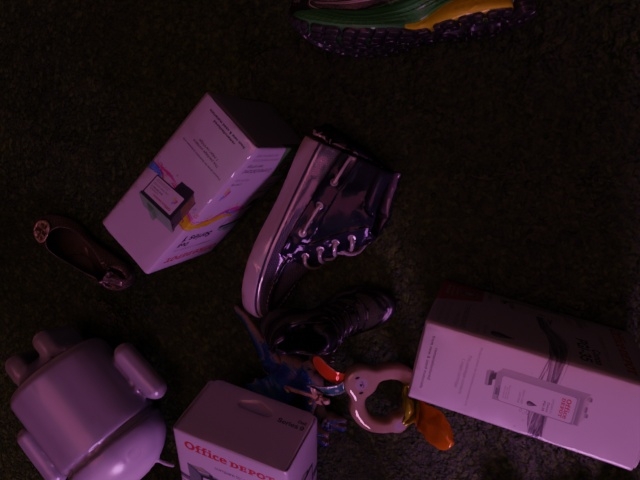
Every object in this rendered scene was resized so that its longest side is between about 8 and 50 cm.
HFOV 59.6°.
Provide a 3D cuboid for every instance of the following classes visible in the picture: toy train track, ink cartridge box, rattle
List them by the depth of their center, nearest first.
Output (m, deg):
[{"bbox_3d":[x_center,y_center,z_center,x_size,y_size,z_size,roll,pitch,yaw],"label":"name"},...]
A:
[{"bbox_3d":[0.285,0.169,0.775,0.282,0.207,0.117,15,106,16],"label":"ink cartridge box"},{"bbox_3d":[0.084,0.257,0.865,0.199,0.143,0.130,31,113,-23],"label":"rattle"},{"bbox_3d":[-0.179,-0.091,0.897,0.278,0.201,0.117,-44,83,21],"label":"ink cartridge box"},{"bbox_3d":[-0.024,0.252,0.902,0.083,0.014,0.048,9,137,29],"label":"toy train track"},{"bbox_3d":[-0.122,0.407,0.960,0.211,0.121,0.289,12,123,20],"label":"ink cartridge box"}]

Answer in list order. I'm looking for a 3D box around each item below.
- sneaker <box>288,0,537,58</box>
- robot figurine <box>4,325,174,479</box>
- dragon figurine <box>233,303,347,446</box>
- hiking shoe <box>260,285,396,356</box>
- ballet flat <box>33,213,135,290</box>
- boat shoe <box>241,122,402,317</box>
[{"bbox_3d":[0.121,-0.353,0.799,0.343,0.134,0.147,-5,91,11],"label":"sneaker"},{"bbox_3d":[-0.434,0.329,1.061,0.300,0.200,0.353,-40,84,7],"label":"robot figurine"},{"bbox_3d":[-0.070,0.237,0.978,0.289,0.085,0.144,30,107,11],"label":"dragon figurine"},{"bbox_3d":[0.022,0.140,0.883,0.226,0.114,0.086,-15,111,-7],"label":"hiking shoe"},{"bbox_3d":[-0.476,0.024,1.099,0.249,0.058,0.084,32,107,12],"label":"ballet flat"},{"bbox_3d":[0.000,0.000,0.888,0.158,0.127,0.341,28,107,20],"label":"boat shoe"}]
